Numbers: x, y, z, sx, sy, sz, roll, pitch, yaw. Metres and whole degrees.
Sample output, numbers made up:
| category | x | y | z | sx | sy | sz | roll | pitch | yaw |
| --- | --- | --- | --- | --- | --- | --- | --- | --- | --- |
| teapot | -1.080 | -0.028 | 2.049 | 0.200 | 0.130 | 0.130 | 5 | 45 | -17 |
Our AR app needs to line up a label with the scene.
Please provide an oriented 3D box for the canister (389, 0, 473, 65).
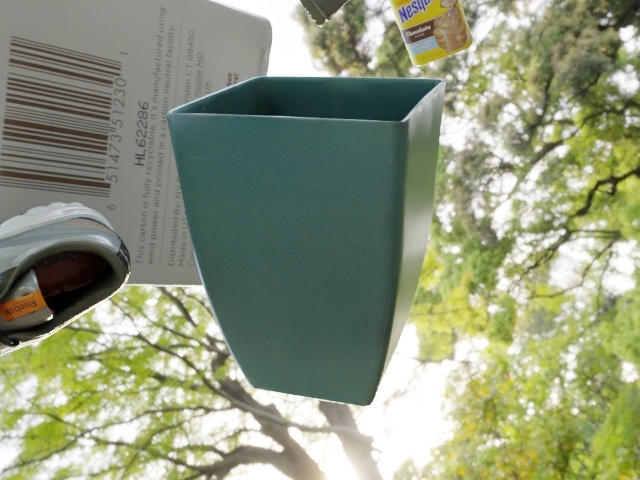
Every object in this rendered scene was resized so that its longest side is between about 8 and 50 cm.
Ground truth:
| category | x | y | z | sx | sy | sz | roll | pitch | yaw |
| --- | --- | --- | --- | --- | --- | --- | --- | --- | --- |
| canister | 0.196 | -0.418 | 1.283 | 0.170 | 0.126 | 0.073 | 64 | -153 | -23 |

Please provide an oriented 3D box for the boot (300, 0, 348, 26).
| category | x | y | z | sx | sy | sz | roll | pitch | yaw |
| --- | --- | --- | --- | --- | --- | --- | --- | --- | --- |
| boot | 0.036 | -0.418 | 0.954 | 0.208 | 0.076 | 0.189 | -33 | -67 | 19 |

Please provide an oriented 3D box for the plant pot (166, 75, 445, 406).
| category | x | y | z | sx | sy | sz | roll | pitch | yaw |
| --- | --- | --- | --- | --- | --- | --- | --- | --- | --- |
| plant pot | 0.000 | 0.000 | 0.561 | 0.165 | 0.166 | 0.234 | -49 | -39 | -62 |

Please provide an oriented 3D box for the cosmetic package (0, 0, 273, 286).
| category | x | y | z | sx | sy | sz | roll | pitch | yaw |
| --- | --- | --- | --- | --- | --- | --- | --- | --- | --- |
| cosmetic package | -0.311 | -0.125 | 0.866 | 0.327 | 0.394 | 0.329 | 4 | -88 | -41 |

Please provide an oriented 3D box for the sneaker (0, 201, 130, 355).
| category | x | y | z | sx | sy | sz | roll | pitch | yaw |
| --- | --- | --- | --- | --- | --- | --- | --- | --- | --- |
| sneaker | -0.272 | 0.051 | 0.536 | 0.271 | 0.108 | 0.100 | -29 | -60 | -26 |
